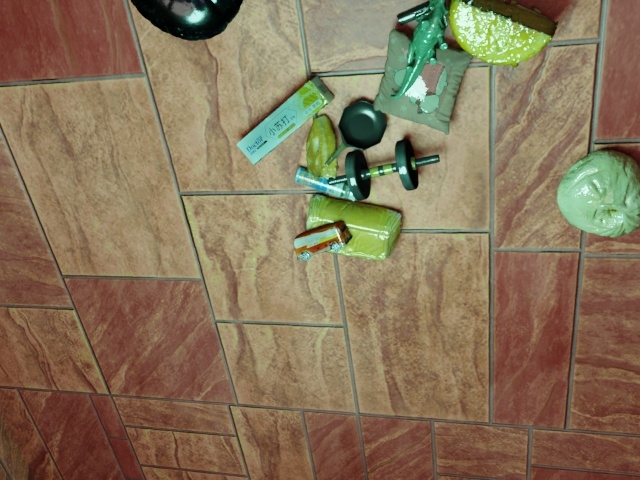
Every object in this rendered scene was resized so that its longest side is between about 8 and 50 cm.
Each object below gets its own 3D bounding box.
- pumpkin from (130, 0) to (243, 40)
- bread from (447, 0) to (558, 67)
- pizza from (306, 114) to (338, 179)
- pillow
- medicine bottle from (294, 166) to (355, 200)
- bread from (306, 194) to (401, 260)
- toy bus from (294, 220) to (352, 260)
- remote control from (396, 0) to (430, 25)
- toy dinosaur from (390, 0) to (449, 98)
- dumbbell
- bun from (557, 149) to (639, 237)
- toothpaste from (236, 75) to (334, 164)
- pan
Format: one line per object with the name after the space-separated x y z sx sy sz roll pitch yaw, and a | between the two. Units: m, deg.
-0.336 -0.654 1.595 0.314 0.238 0.316 0 104 -1 | pumpkin
0.415 -0.497 1.536 0.260 0.160 0.147 21 129 0 | bread
0.002 -0.241 1.841 0.062 0.182 0.161 -1 154 -30 | pizza
0.262 -0.410 1.674 0.223 0.084 0.236 15 124 6 | pillow
0.018 -0.168 1.919 0.190 0.051 0.051 18 125 2 | medicine bottle
0.095 -0.037 1.940 0.287 0.119 0.153 11 127 10 | bread
0.000 0.000 1.880 0.174 0.079 0.077 -16 106 26 | toy bus
0.237 -0.569 1.621 0.091 0.016 0.034 -16 121 25 | remote control
0.246 -0.456 1.547 0.079 0.120 0.292 12 118 -9 | toy dinosaur
0.172 -0.196 1.802 0.325 0.143 0.143 -10 119 21 | dumbbell
0.751 -0.116 1.694 0.243 0.153 0.244 5 120 8 | bun
-0.103 -0.338 1.834 0.312 0.071 0.089 -34 104 31 | toothpaste
0.080 -0.299 1.776 0.201 0.048 0.129 -24 91 -3 | pan
